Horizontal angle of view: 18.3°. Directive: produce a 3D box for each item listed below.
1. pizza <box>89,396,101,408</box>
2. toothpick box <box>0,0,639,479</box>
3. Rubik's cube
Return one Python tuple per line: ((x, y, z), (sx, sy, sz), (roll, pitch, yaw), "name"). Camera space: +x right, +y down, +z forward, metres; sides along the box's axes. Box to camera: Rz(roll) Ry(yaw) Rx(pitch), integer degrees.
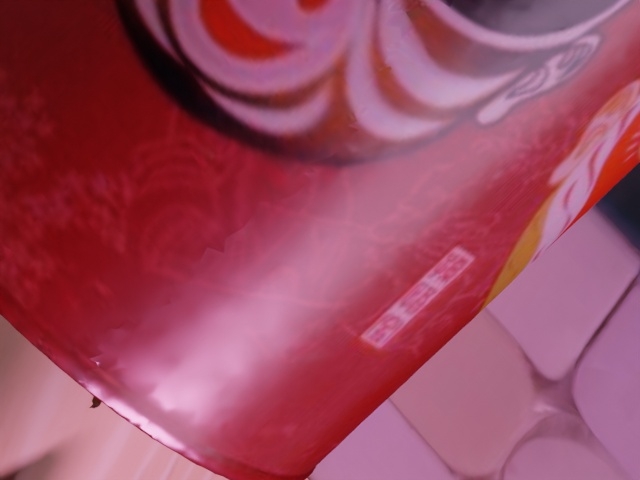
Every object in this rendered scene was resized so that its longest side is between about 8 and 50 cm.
((-0.064, 0.042, 0.958), (0.099, 0.029, 0.100), (-51, 162, 6), "pizza")
((0.043, -0.115, 0.550), (0.333, 0.204, 0.204), (-43, 160, 10), "toothpick box")
((0.257, 0.106, 1.203), (0.344, 0.346, 0.347), (-23, 155, -42), "Rubik's cube")
